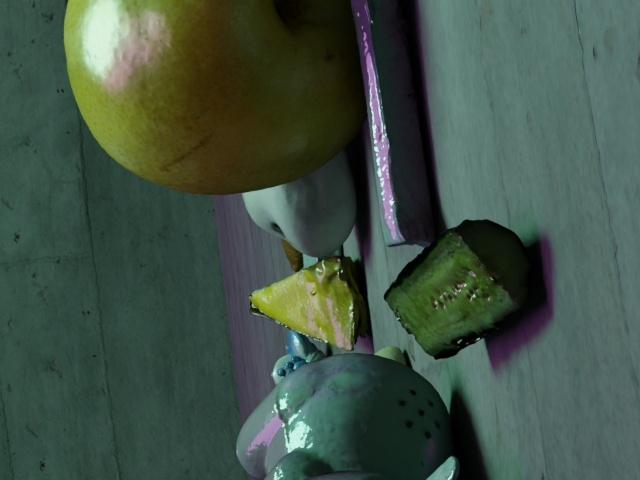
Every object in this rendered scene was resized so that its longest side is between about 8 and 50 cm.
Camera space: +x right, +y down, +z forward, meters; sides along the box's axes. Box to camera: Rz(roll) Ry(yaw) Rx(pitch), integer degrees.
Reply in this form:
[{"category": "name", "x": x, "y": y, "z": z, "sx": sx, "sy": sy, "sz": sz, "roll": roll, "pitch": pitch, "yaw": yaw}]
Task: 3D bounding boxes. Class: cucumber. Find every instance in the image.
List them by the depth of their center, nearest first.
[{"category": "cucumber", "x": 0.108, "y": 0.027, "z": 1.224, "sx": 0.078, "sy": 0.062, "sz": 0.211, "roll": 49, "pitch": 161, "yaw": 3}]

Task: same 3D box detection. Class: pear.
[{"category": "pear", "x": -0.089, "y": -0.188, "z": 1.581, "sx": 0.314, "sy": 0.314, "sz": 0.314, "roll": 173, "pitch": 90, "yaw": -82}]

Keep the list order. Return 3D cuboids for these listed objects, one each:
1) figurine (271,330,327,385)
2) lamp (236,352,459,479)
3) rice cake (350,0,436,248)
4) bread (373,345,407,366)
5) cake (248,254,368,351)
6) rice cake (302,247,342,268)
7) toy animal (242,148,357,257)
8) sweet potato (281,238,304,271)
[{"category": "figurine", "x": -0.025, "y": 0.172, "z": 2.174, "sx": 0.114, "sy": 0.079, "sz": 0.114, "roll": 167, "pitch": 90, "yaw": -79}, {"category": "lamp", "x": 0.051, "y": 0.223, "z": 1.359, "sx": 0.247, "sy": 0.247, "sz": 0.301, "roll": -44, "pitch": 25, "yaw": 28}, {"category": "rice cake", "x": 0.059, "y": -0.130, "z": 1.442, "sx": 0.081, "sy": 0.051, "sz": 0.290, "roll": 69, "pitch": -167, "yaw": -86}, {"category": "bread", "x": 0.073, "y": 0.192, "z": 1.603, "sx": 0.073, "sy": 0.053, "sz": 0.214, "roll": 87, "pitch": 172, "yaw": -48}, {"category": "cake", "x": 0.000, "y": 0.080, "z": 1.909, "sx": 0.185, "sy": 0.080, "sz": 0.116, "roll": -31, "pitch": 78, "yaw": 48}, {"category": "rice cake", "x": 0.000, "y": 0.000, "z": 1.997, "sx": 0.085, "sy": 0.040, "sz": 0.226, "roll": -126, "pitch": 31, "yaw": -75}, {"category": "toy animal", "x": -0.055, "y": -0.156, "z": 1.851, "sx": 0.357, "sy": 0.194, "sz": 0.258, "roll": 59, "pitch": 144, "yaw": 38}, {"category": "sweet potato", "x": -0.030, "y": -0.057, "z": 2.118, "sx": 0.058, "sy": 0.055, "sz": 0.202, "roll": 22, "pitch": 124, "yaw": 38}]
